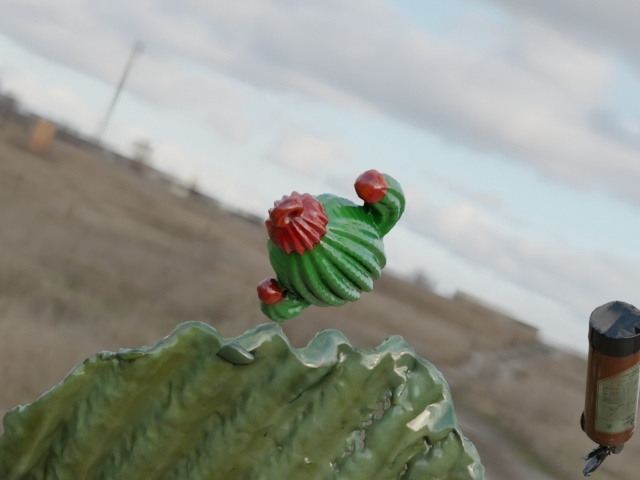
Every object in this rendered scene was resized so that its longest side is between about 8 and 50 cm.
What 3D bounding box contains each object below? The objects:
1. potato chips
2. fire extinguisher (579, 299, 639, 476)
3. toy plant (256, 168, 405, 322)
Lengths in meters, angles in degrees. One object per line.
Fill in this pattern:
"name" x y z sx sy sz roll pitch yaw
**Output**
"potato chips" -0.055 0.223 1.533 0.373 0.389 0.097 55 27 -14
"fire extinguisher" 0.251 0.133 1.638 0.050 0.062 0.177 33 -38 34
"toy plant" 0.011 -0.004 1.706 0.088 0.154 0.240 54 -21 20
